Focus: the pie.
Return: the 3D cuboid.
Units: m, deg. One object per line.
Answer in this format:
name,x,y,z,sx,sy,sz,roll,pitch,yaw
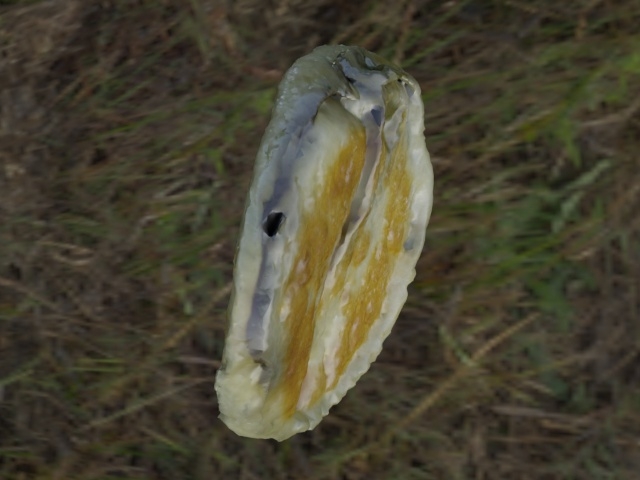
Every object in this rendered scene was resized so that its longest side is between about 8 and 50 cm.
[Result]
pie,0.001,0.000,1.421,0.339,0.077,0.339,14,90,-70
